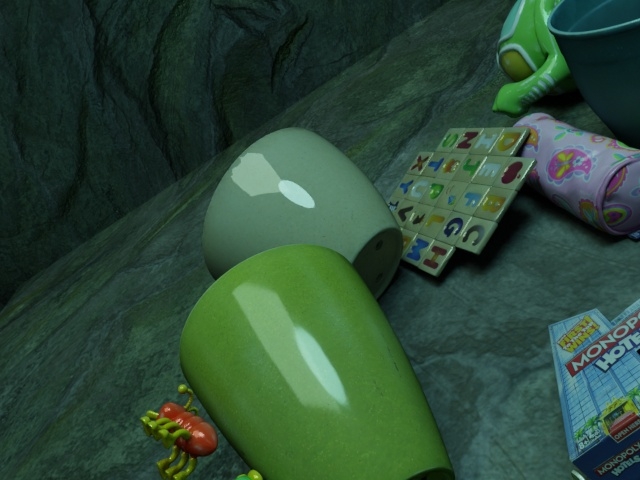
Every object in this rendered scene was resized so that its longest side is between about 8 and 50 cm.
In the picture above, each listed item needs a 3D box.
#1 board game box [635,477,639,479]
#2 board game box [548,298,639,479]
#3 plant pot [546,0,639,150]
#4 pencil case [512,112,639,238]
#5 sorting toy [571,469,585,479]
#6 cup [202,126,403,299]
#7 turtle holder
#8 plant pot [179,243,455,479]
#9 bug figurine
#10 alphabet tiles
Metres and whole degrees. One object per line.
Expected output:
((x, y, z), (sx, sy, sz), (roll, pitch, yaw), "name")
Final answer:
((0.361, 0.150, 0.383), (0.160, 0.047, 0.210), (-51, 8, -29), "board game box")
((0.306, 0.111, 0.493), (0.194, 0.060, 0.194), (-47, 6, 17), "board game box")
((0.511, -0.262, 0.741), (0.271, 0.255, 0.271), (-27, 27, 15), "plant pot")
((0.396, -0.112, 0.784), (0.124, 0.124, 0.284), (-33, 27, 4), "pencil case")
((0.235, 0.237, 0.434), (0.045, 0.075, 0.083), (-24, 29, 21), "sorting toy")
((0.000, 0.000, 0.884), (0.237, 0.331, 0.331), (31, 66, 33), "cup")
((0.493, -0.398, 1.064), (0.227, 0.243, 0.320), (170, 107, -66), "turtle holder")
((0.009, 0.194, 0.598), (0.275, 0.275, 0.293), (-38, 42, -6), "plant pot")
((-0.102, 0.301, 0.561), (0.216, 0.279, 0.072), (19, 36, 36), "bug figurine")
((0.224, -0.084, 0.922), (0.285, 0.011, 0.342), (-57, 23, -1), "alphabet tiles")
